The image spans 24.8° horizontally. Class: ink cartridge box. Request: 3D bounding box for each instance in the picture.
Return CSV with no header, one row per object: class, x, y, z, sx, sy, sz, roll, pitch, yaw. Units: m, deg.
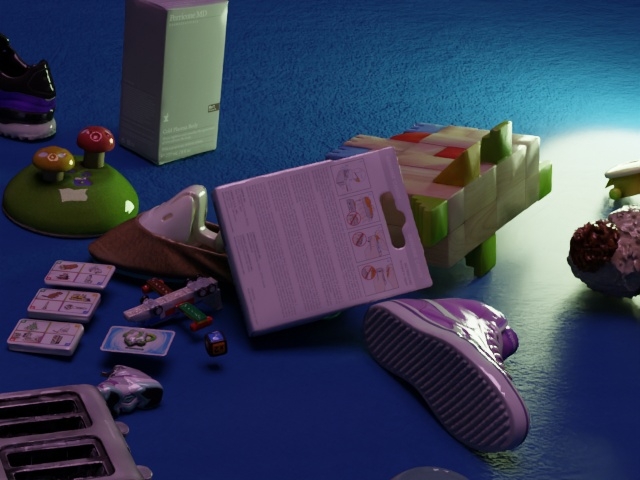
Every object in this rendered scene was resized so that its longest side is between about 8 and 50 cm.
ink cartridge box,0.000,0.000,1.735,0.224,0.181,0.056,-14,-6,-12

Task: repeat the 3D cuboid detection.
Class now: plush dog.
plush dog,0.438,0.022,1.917,0.225,0.211,0.262,1,-5,18

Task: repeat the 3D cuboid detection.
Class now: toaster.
toaster,-0.257,0.224,1.339,0.185,0.110,0.168,-4,28,-23

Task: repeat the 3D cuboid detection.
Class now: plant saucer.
plant saucer,0.118,0.261,1.470,0.119,0.021,0.119,6,27,-3

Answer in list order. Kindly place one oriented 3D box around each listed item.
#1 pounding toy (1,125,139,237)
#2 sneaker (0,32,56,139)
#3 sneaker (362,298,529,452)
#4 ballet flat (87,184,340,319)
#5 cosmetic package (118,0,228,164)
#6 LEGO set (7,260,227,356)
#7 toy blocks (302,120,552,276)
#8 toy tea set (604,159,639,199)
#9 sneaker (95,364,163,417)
pounding toy,-0.358,-0.096,1.953,0.236,0.110,0.183,10,26,3
sneaker,-0.526,-0.255,2.183,0.293,0.146,0.102,14,27,10
sneaker,0.186,0.136,1.658,0.161,0.102,0.282,-4,29,-30
ballet flat,-0.120,0.001,1.808,0.342,0.124,0.116,14,24,12
cosmetic package,-0.219,-0.248,2.152,0.107,0.238,0.127,29,34,36
LEGO set,-0.218,0.096,1.703,0.244,0.060,0.182,4,31,8
toy blocks,0.125,-0.075,2.011,0.260,0.191,0.381,10,24,30
toy tea set,0.605,-0.094,2.266,0.336,0.124,0.200,-20,8,-38
sneaker,-0.225,0.158,1.567,0.098,0.038,0.069,-1,24,-38
